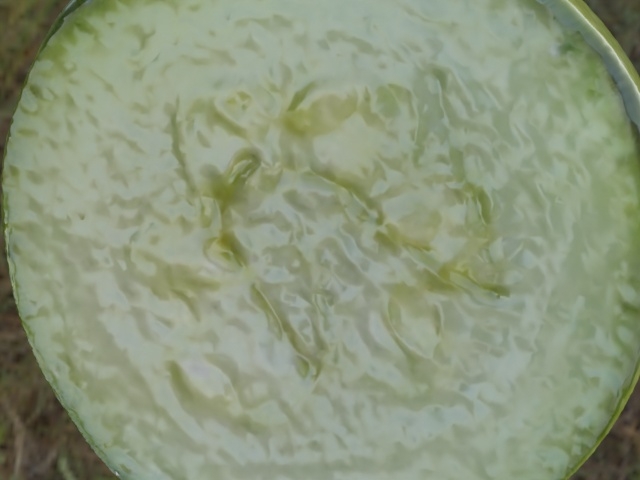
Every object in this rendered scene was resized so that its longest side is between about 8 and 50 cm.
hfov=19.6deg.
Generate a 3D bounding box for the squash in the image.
[{"bbox_3d":[0.000,0.000,0.683,0.252,0.252,0.049,22,14,6],"label":"squash"}]
